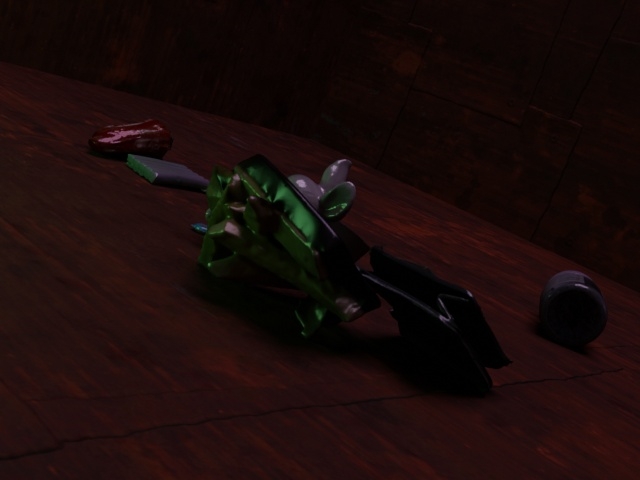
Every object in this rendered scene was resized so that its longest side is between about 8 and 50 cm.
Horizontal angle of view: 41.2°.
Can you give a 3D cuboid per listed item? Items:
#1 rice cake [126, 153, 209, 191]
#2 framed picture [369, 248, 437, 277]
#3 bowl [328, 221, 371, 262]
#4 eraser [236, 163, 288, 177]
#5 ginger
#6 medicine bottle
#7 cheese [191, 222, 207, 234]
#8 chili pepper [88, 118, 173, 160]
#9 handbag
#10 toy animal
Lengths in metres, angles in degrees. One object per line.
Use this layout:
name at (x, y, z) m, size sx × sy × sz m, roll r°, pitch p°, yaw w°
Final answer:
rice cake at (-0.406, -0.181, 2.293) m, size 0.198 × 0.037 × 0.189 m, roll 11°, pitch 15°, yaw -41°
framed picture at (0.232, 0.085, 2.230) m, size 0.184 × 0.016 × 0.250 m, roll 18°, pitch 11°, yaw -12°
bowl at (0.000, 0.000, 1.908) m, size 0.211 × 0.112 × 0.211 m, roll 34°, pitch -2°, yaw 2°
eraser at (-0.101, -0.134, 2.479) m, size 0.274 × 0.092 × 0.210 m, roll 24°, pitch 11°, yaw 23°
ginger at (-0.081, 0.045, 1.516) m, size 0.358 × 0.211 × 0.413 m, roll 54°, pitch -6°, yaw -33°
medicine bottle at (0.650, 0.169, 2.203) m, size 0.165 × 0.165 × 0.273 m, roll 23°, pitch 11°, yaw 12°
cheese at (-0.234, -0.017, 1.890) m, size 0.111 × 0.017 × 0.047 m, roll 19°, pitch 15°, yaw -8°
chili pepper at (-0.548, -0.280, 2.355) m, size 0.253 × 0.136 × 0.144 m, roll -9°, pitch 57°, yaw -52°
handbag at (0.198, 0.138, 1.521) m, size 0.260 × 0.079 × 0.247 m, roll 29°, pitch -18°, yaw 43°
toy animal at (-0.078, -0.066, 1.763) m, size 0.325 × 0.154 × 0.208 m, roll -17°, pitch 30°, yaw 7°
